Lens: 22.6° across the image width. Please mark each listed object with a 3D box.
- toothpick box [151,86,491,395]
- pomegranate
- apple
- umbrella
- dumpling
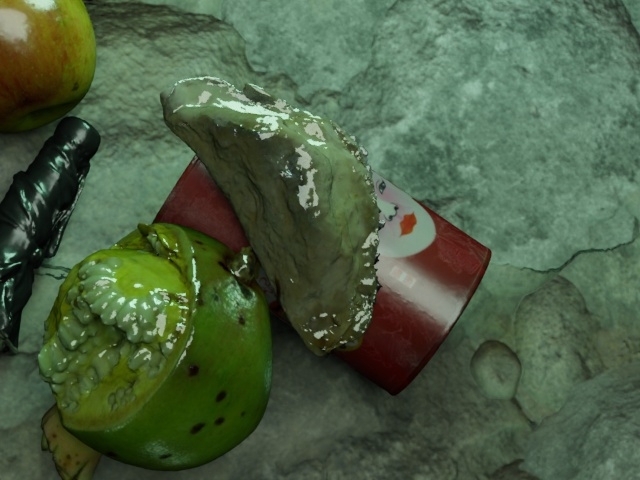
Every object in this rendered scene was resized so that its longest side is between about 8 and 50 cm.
[{"bbox_3d":[0.000,0.000,1.799,0.333,0.204,0.204,34,70,-3],"label":"toothpick box"},{"bbox_3d":[-0.187,0.136,1.683,0.260,0.341,0.260,31,28,-19],"label":"pomegranate"},{"bbox_3d":[-0.344,-0.212,1.786,0.195,0.196,0.196,3,74,-12],"label":"apple"},{"bbox_3d":[-0.335,0.020,1.763,0.106,0.113,0.358,30,68,-5],"label":"umbrella"},{"bbox_3d":[-0.022,-0.047,1.656,0.166,0.086,0.332,-32,97,5],"label":"dumpling"}]
